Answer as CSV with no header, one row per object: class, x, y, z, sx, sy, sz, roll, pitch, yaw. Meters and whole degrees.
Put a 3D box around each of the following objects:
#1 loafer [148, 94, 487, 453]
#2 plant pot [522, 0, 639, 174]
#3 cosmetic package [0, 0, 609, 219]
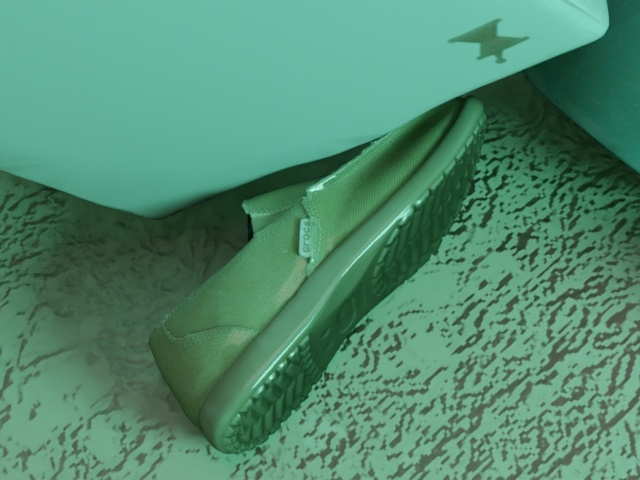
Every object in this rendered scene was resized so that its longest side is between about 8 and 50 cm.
loafer,0.000,0.000,0.975,0.092,0.102,0.268,34,64,17
plant pot,0.230,-0.136,0.979,0.290,0.290,0.195,46,106,28
cosmetic package,-0.088,-0.271,0.887,0.329,0.327,0.394,-21,64,33
